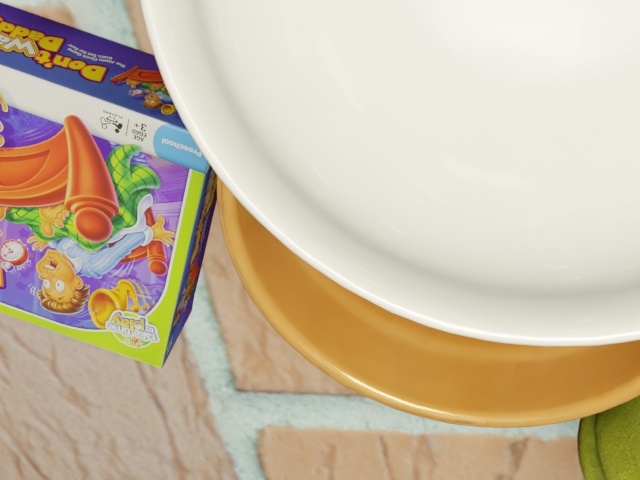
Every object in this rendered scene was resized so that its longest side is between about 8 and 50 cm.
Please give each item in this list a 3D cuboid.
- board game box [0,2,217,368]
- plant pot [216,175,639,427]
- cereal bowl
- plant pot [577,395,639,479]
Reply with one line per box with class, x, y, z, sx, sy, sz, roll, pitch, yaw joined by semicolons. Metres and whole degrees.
board game box;-0.252;-0.061;0.949;0.347;0.078;0.233;19;129;3
plant pot;0.103;-0.059;0.760;0.291;0.203;0.291;8;126;11
cereal bowl;0.098;-0.132;0.521;0.339;0.141;0.339;0;95;4
plant pot;0.390;0.055;0.699;0.366;0.366;0.353;23;116;-1
